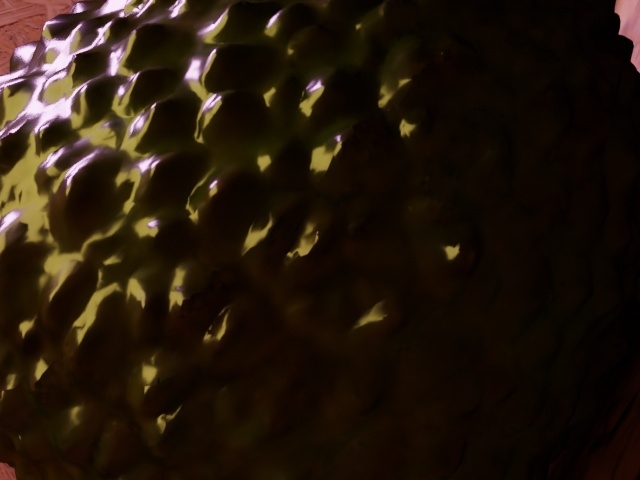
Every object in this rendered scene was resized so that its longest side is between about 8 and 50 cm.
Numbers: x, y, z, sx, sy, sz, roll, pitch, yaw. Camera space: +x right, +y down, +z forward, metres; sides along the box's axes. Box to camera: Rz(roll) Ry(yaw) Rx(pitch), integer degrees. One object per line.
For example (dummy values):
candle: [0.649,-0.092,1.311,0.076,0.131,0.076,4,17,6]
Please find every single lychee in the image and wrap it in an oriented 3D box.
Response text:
lychee: [0.000,0.000,0.380,0.171,0.171,0.171,-156,90,-84]
